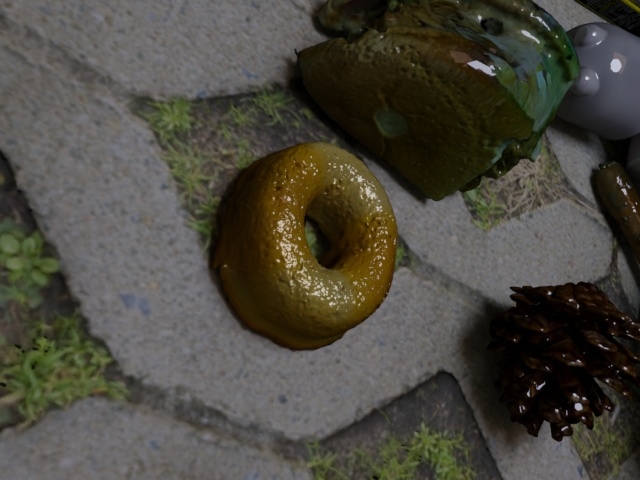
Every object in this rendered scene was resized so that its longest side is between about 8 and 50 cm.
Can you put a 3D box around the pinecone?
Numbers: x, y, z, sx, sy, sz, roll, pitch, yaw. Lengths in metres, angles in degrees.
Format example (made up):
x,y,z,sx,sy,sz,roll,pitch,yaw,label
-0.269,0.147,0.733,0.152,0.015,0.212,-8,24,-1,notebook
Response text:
x,y,z,sx,sy,sz,roll,pitch,yaw,label
0.250,0.123,0.681,0.173,0.173,0.174,10,71,-32,pinecone

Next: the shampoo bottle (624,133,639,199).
x,y,z,sx,sy,sz,roll,pitch,yaw,label
0.574,-0.157,0.888,0.273,0.273,0.267,31,79,-24,shampoo bottle

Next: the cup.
x,y,z,sx,sy,sz,roll,pitch,yaw,label
0.362,-0.235,0.864,0.141,0.134,0.174,12,71,-29,cup

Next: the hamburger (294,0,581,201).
x,y,z,sx,sy,sz,roll,pitch,yaw,label
0.138,-0.171,0.668,0.288,0.192,0.168,35,50,-23,hamburger

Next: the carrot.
x,y,z,sx,sy,sz,roll,pitch,yaw,label
0.445,0.007,0.901,0.049,0.049,0.255,-24,89,-37,carrot

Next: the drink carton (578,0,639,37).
x,y,z,sx,sy,sz,roll,pitch,yaw,label
0.475,-0.390,1.033,0.165,0.056,0.071,13,73,-32,drink carton

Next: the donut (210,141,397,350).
x,y,z,sx,sy,sz,roll,pitch,yaw,label
-0.001,-0.001,0.584,0.174,0.074,0.190,38,58,-20,donut

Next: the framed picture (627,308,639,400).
x,y,z,sx,sy,sz,roll,pitch,yaw,label
0.541,0.185,0.941,0.274,0.017,0.217,35,60,-22,framed picture
